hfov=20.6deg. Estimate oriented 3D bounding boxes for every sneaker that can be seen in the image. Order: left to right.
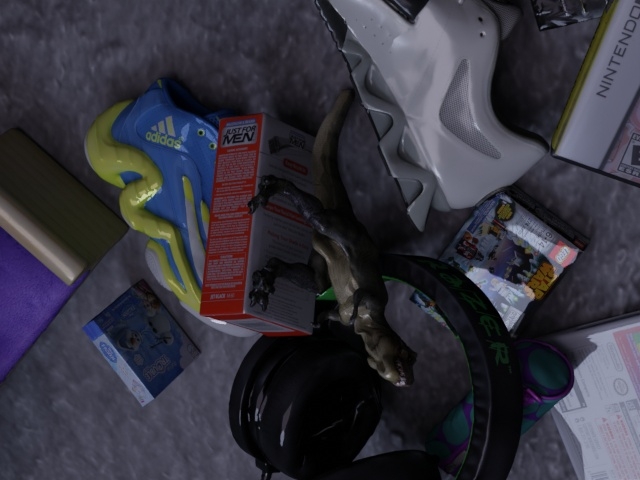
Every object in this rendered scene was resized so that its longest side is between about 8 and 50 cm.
[{"bbox_3d":[-0.101,-0.037,1.495,0.126,0.091,0.240,-44,77,24],"label":"sneaker"},{"bbox_3d":[0.075,-0.185,1.375,0.146,0.122,0.330,-24,100,11],"label":"sneaker"}]

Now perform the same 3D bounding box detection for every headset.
[{"bbox_3d":[0.032,0.187,1.513,0.394,0.185,0.243,-50,57,26],"label":"headset"}]

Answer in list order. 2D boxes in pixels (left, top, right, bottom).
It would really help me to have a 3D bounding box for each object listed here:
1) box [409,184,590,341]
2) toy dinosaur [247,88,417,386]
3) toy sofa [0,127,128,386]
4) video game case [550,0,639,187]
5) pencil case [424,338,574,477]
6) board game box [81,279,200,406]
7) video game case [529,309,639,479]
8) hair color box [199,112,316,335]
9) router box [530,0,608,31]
[{"bbox_3d":[0.148,0.025,1.470,0.094,0.027,0.137,36,121,4],"label":"box"},{"bbox_3d":[0.000,0.000,1.403,0.064,0.118,0.268,-41,56,52],"label":"toy dinosaur"},{"bbox_3d":[-0.351,0.084,1.619,0.150,0.177,0.362,42,121,0],"label":"toy sofa"},{"bbox_3d":[0.339,-0.127,1.290,0.275,0.035,0.248,19,118,0],"label":"video game case"},{"bbox_3d":[0.149,0.145,1.479,0.064,0.070,0.152,35,134,0],"label":"pencil case"},{"bbox_3d":[-0.161,0.092,1.591,0.020,0.090,0.090,-33,97,34],"label":"board game box"},{"bbox_3d":[0.290,0.152,1.468,0.183,0.023,0.201,-17,103,28],"label":"video game case"},{"bbox_3d":[-0.045,-0.011,1.450,0.053,0.093,0.167,-3,74,38],"label":"hair color box"},{"bbox_3d":[0.205,-0.258,1.315,0.133,0.046,0.179,-11,107,25],"label":"router box"}]
